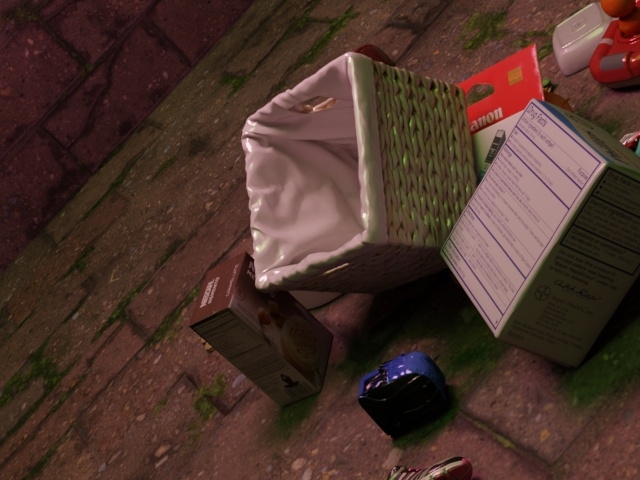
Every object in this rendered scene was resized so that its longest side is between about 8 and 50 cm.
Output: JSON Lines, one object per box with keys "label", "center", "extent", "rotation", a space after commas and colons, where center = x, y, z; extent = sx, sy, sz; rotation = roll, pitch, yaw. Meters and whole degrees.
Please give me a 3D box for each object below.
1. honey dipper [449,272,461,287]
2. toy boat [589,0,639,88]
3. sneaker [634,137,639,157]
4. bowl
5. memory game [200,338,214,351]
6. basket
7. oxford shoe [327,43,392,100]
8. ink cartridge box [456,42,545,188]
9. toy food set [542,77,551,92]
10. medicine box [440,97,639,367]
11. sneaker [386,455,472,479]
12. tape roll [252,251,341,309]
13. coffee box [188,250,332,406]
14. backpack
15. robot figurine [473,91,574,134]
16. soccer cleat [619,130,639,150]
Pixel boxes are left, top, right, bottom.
{"label": "honey dipper", "center": [0.286, 0.019, 1.772], "extent": [0.161, 0.030, 0.030], "rotation": [-38, 28, 9]}
{"label": "toy boat", "center": [0.542, -0.386, 1.852], "extent": [0.151, 0.151, 0.231], "rotation": [-3, 48, 52]}
{"label": "sneaker", "center": [0.480, -0.095, 1.595], "extent": [0.110, 0.107, 0.275], "rotation": [-23, 33, 52]}
{"label": "bowl", "center": [0.502, -0.391, 2.024], "extent": [0.142, 0.053, 0.142], "rotation": [-31, 31, 26]}
{"label": "memory game", "center": [-0.183, 0.158, 2.240], "extent": [0.186, 0.012, 0.186], "rotation": [-33, 29, 21]}
{"label": "basket", "center": [0.067, -0.095, 1.804], "extent": [0.328, 0.266, 0.331], "rotation": [-25, 66, 49]}
{"label": "oxford shoe", "center": [0.068, -0.331, 2.468], "extent": [0.130, 0.123, 0.348], "rotation": [-43, 12, 45]}
{"label": "ink cartridge box", "center": [0.266, -0.165, 1.825], "extent": [0.296, 0.066, 0.261], "rotation": [-24, 70, 49]}
{"label": "toy food set", "center": [0.405, -0.281, 2.037], "extent": [0.082, 0.020, 0.083], "rotation": [-52, 28, -15]}
{"label": "medicine box", "center": [0.334, -0.016, 1.526], "extent": [0.289, 0.149, 0.263], "rotation": [-61, 23, 18]}
{"label": "sneaker", "center": [0.135, 0.340, 1.493], "extent": [0.170, 0.063, 0.074], "rotation": [-39, 33, 21]}
{"label": "tape roll", "center": [0.000, 0.000, 2.115], "extent": [0.286, 0.100, 0.286], "rotation": [-32, 30, 21]}
{"label": "coffee box", "center": [-0.100, 0.157, 1.869], "extent": [0.098, 0.246, 0.141], "rotation": [-26, 32, 31]}
{"label": "backpack", "center": [0.129, 0.222, 1.631], "extent": [0.120, 0.098, 0.101], "rotation": [-31, 27, 27]}
{"label": "robot figurine", "center": [0.354, -0.194, 1.867], "extent": [0.219, 0.128, 0.158], "rotation": [-4, 48, 52]}
{"label": "soccer cleat", "center": [0.509, -0.164, 1.723], "extent": [0.083, 0.029, 0.035], "rotation": [-33, 33, 31]}
